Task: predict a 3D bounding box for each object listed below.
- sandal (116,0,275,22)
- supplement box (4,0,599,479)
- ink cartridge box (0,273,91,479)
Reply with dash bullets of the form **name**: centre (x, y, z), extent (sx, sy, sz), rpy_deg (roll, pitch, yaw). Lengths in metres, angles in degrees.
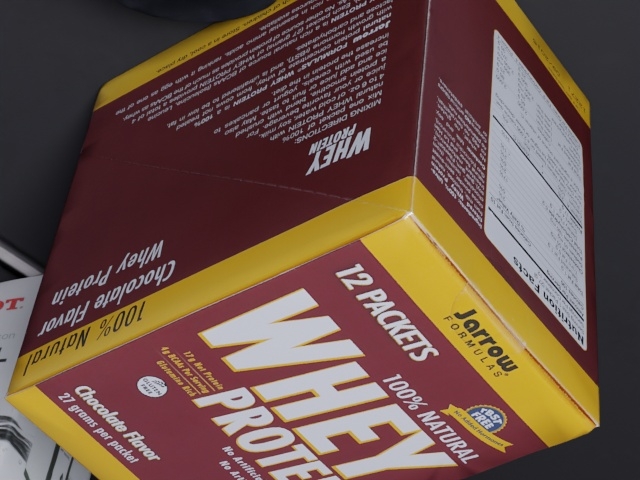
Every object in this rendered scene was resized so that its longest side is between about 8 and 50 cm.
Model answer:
- **sandal**: centre (-0.060, -0.135, 0.612), extent (0.097, 0.054, 0.254), rpy_deg (-14, 161, 2)
- **supplement box**: centre (0.000, 0.000, 0.707), extent (0.191, 0.194, 0.129), rpy_deg (-25, 126, 27)
- **ink cartridge box**: centre (-0.200, 0.121, 0.845), extent (0.148, 0.203, 0.086), rpy_deg (-11, 129, 17)
